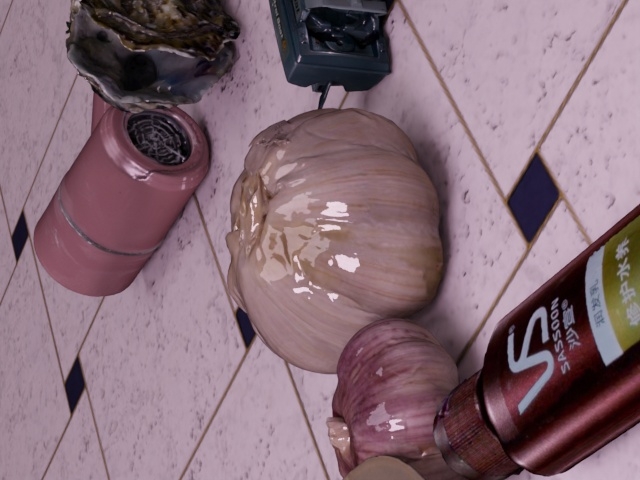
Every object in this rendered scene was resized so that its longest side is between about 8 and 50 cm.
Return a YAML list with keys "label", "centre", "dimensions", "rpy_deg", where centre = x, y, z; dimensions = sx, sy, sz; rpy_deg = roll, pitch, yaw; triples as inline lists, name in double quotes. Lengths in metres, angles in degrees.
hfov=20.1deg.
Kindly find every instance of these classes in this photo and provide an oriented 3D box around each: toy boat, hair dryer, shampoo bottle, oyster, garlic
- label: "toy boat"
  centre: [0.001, -0.237, 1.590]
  dimensions: [0.103, 0.093, 0.246]
  rpy_deg: [122, 146, -50]
- label: "hair dryer"
  centre: [-0.218, -0.135, 1.975]
  dimensions: [0.210, 0.125, 0.352]
  rpy_deg: [-52, 32, 42]
- label: "shampoo bottle"
  centre: [0.182, 0.065, 1.165]
  dimensions: [0.323, 0.084, 0.129]
  rpy_deg: [-45, 42, 50]
- label: "oyster"
  centre: [-0.180, -0.224, 1.871]
  dimensions: [0.158, 0.162, 0.351]
  rpy_deg: [-49, 18, 10]
- label: "garlic"
  centre: [0.056, 0.138, 1.351]
  dimensions: [0.147, 0.102, 0.159]
  rpy_deg: [128, 135, -74]
- label: "garlic"
  centre: [0.000, -0.004, 1.462]
  dimensions: [0.228, 0.152, 0.228]
  rpy_deg: [-6, 84, 59]

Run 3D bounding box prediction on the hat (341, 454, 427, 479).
- label: "hat"
  centre: [0.067, 0.284, 1.249]
  dimensions: [0.214, 0.149, 0.244]
  rpy_deg: [-42, 32, 13]
